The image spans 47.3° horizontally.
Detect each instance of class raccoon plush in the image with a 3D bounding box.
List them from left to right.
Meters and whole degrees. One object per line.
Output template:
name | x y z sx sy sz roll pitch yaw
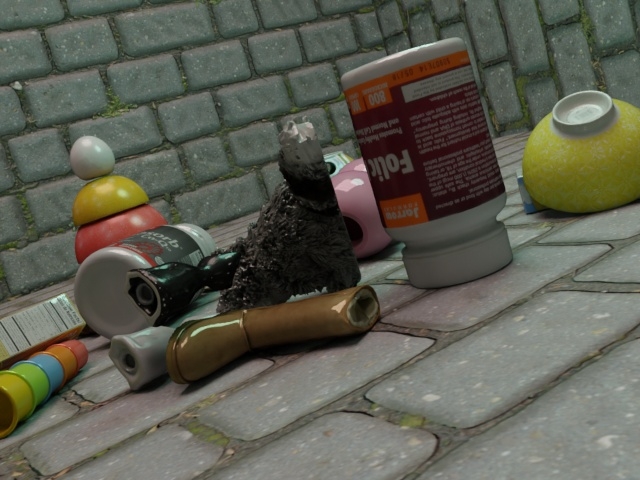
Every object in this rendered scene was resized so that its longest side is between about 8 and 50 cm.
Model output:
raccoon plush | -0.112 -0.031 1.343 0.299 0.446 0.216 -18 41 1

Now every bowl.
bowl | 0.544 -0.208 1.487 0.290 0.156 0.289 -16 38 13

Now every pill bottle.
pill bottle | -0.384 0.079 1.694 0.210 0.210 0.363 -14 9 18
pill bottle | 0.193 -0.130 1.277 0.224 0.392 0.224 -17 8 2

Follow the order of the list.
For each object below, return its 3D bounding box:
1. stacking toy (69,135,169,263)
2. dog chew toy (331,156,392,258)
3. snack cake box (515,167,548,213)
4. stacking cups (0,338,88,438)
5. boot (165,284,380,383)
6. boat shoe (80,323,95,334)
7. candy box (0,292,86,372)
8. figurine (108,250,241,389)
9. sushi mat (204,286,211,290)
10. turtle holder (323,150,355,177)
stacking toy | -0.558 -0.058 2.007 0.351 0.479 0.350 -16 9 3
dog chew toy | 0.106 -0.102 1.745 0.207 0.206 0.332 -13 26 28
snack cake box | 0.580 -0.145 1.642 0.264 0.089 0.152 -15 7 17
stacking cups | -0.493 0.246 1.287 0.096 0.096 0.316 -16 5 10
boot | -0.071 0.136 1.124 0.270 0.089 0.236 -12 10 25
boat shoe | -0.583 0.207 1.788 0.060 0.064 0.178 -28 6 -29
candy box | -0.628 0.230 1.400 0.316 0.087 0.183 -27 -14 -48
figurine | -0.228 0.123 1.211 0.092 0.214 0.209 34 30 25
sushi mat | -0.172 0.088 1.872 0.317 0.019 0.151 -11 11 36
turtle holder | 0.070 -0.171 2.356 0.320 0.227 0.243 -14 8 21
